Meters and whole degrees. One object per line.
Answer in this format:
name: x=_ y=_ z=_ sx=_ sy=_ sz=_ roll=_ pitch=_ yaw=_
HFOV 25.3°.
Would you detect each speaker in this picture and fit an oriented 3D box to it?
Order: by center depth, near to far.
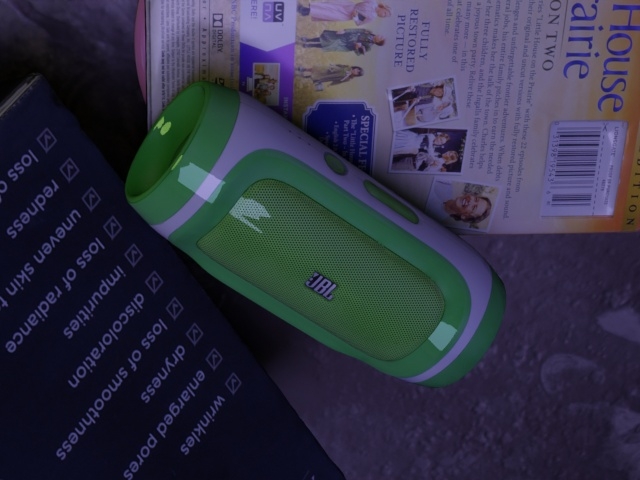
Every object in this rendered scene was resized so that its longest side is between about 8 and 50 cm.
speaker: x=0.000 y=0.000 z=1.105 sx=0.296 sy=0.131 sz=0.131 roll=33 pitch=110 yaw=-23

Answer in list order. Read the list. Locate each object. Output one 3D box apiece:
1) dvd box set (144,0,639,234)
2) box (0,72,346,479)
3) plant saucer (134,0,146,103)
dvd box set: x=0.070 y=-0.148 z=1.139 sx=0.421 sy=0.062 sz=0.307 roll=-2 pitch=119 yaw=-6
box: x=-0.296 y=0.209 z=1.115 sx=0.297 sy=0.480 sz=0.471 roll=-5 pitch=130 yaw=45
plant saucer: x=0.010 y=-0.176 z=1.199 sx=0.332 sy=0.084 sz=0.332 roll=-4 pitch=119 yaw=-6
